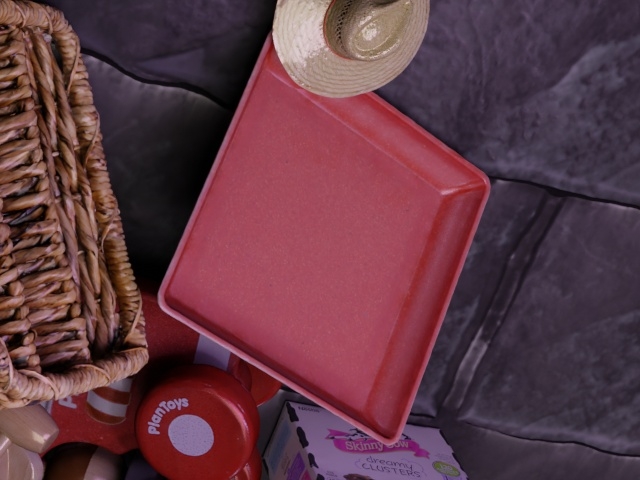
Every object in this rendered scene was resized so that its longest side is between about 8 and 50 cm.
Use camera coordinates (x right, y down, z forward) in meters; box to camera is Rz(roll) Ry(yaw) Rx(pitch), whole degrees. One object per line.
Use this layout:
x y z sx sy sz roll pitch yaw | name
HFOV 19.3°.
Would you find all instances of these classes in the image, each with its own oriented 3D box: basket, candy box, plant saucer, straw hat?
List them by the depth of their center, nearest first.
-0.251 -0.024 1.367 0.223 0.213 0.299 -11 89 -10 | basket
0.039 -0.173 1.494 0.144 0.061 0.144 -8 108 -25 | straw hat
0.000 0.000 1.543 0.258 0.047 0.259 33 66 -29 | plant saucer
0.053 0.233 1.667 0.165 0.196 0.070 12 114 -22 | candy box

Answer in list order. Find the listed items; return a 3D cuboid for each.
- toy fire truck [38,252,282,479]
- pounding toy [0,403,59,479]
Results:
-0.175 0.157 1.600 0.254 0.169 0.302 17 116 4 | toy fire truck
-0.334 0.184 1.529 0.154 0.155 0.269 47 119 11 | pounding toy
